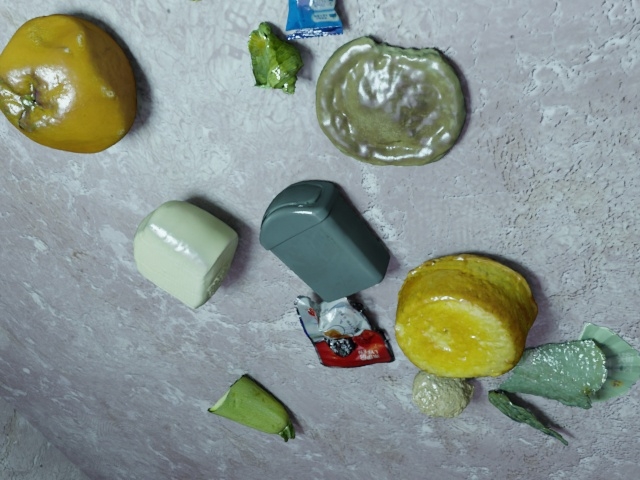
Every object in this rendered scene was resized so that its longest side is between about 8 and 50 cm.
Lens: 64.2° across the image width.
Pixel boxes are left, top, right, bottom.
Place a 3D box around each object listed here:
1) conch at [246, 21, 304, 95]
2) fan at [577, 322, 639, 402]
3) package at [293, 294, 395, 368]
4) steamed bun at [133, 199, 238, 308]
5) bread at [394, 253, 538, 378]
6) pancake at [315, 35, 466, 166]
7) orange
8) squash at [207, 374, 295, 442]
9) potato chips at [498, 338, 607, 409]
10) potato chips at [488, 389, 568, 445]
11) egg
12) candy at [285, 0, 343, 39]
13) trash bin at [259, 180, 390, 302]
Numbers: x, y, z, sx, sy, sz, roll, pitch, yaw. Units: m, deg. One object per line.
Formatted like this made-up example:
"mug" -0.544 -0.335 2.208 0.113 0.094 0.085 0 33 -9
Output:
"conch" -0.075 -0.273 0.784 0.089 0.074 0.121 -30 90 16
"fan" 0.549 0.245 0.994 0.131 0.009 0.240 -5 126 25
"package" 0.047 0.207 1.159 0.193 0.071 0.269 -2 140 29
"steamed bun" -0.281 0.018 1.078 0.200 0.155 0.250 33 141 -1
"bread" 0.258 0.143 0.946 0.268 0.146 0.269 14 130 17
"pancake" 0.103 -0.203 0.787 0.236 0.042 0.223 29 131 -3
"orange" -0.448 -0.256 0.896 0.248 0.183 0.249 14 132 16
"squash" -0.172 0.487 1.485 0.287 0.137 0.137 31 136 -23
"potato chips" 0.466 0.271 1.017 0.167 0.059 0.228 30 140 25
"potato chips" 0.458 0.394 1.142 0.207 0.028 0.092 35 161 -10
"egg" 0.267 0.333 1.126 0.140 0.116 0.118 15 134 -24
"candy" -0.017 -0.356 0.713 0.088 0.038 0.136 2 120 19
"trash bin" 0.000 0.000 0.974 0.176 0.101 0.236 -27 117 37
